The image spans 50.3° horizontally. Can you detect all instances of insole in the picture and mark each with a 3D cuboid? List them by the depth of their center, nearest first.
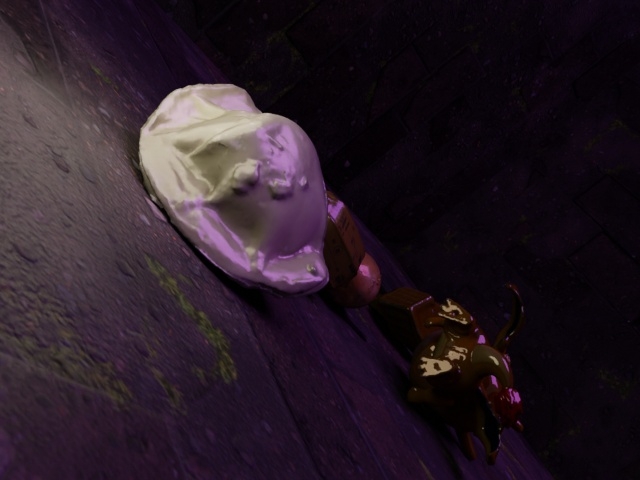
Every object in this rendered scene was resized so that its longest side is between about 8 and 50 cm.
[{"bbox_3d":[0.058,0.177,1.553,0.152,0.002,0.053,48,8,-23],"label":"insole"}]

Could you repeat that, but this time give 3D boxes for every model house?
[{"bbox_3d":[0.245,0.223,1.963,0.239,0.173,0.268,28,-10,-41],"label":"model house"}]

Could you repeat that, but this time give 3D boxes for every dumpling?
[{"bbox_3d":[-0.140,-0.079,1.068,0.316,0.233,0.395,-6,67,-43],"label":"dumpling"}]

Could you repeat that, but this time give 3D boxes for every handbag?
[{"bbox_3d":[0.272,0.241,2.228,0.191,0.075,0.332,41,14,-52],"label":"handbag"}]

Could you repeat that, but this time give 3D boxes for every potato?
[{"bbox_3d":[0.065,0.082,1.568,0.234,0.146,0.150,-84,165,-83],"label":"potato"}]

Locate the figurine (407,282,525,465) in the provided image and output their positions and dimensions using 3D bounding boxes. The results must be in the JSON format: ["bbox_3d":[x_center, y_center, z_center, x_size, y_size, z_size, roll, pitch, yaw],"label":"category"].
[{"bbox_3d":[0.334,0.333,1.568,0.387,0.268,0.400,69,24,-56],"label":"figurine"}]

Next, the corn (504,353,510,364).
[{"bbox_3d":[0.429,0.364,2.022,0.091,0.260,0.091,-90,179,-48],"label":"corn"}]

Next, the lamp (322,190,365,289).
[{"bbox_3d":[0.000,0.000,1.386,0.161,0.161,0.185,-116,-178,-59],"label":"lamp"}]

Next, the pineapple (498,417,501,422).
[{"bbox_3d":[0.484,0.470,2.045,0.175,0.175,0.361,51,6,0],"label":"pineapple"}]
